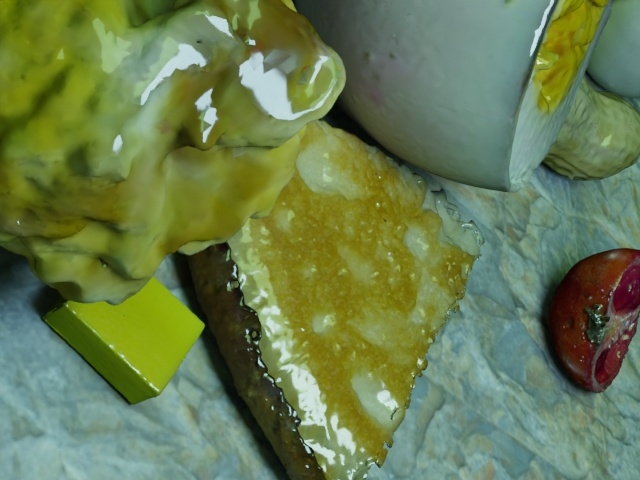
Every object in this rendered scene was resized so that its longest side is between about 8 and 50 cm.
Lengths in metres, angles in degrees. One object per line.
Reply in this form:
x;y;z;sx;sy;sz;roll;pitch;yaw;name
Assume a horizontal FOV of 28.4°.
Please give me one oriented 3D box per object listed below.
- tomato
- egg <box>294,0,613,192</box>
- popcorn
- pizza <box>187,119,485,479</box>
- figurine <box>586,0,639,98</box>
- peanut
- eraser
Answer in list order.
0.352;0.092;1.633;0.173;0.099;0.189;-4;113;-60;tomato
0.128;-0.263;1.425;0.340;0.354;0.354;23;41;18;egg
-0.196;-0.147;1.062;0.390;0.344;0.354;33;3;1;popcorn
-0.021;0.005;1.322;0.392;0.080;0.435;47;43;-16;pizza
0.473;-0.407;1.942;0.275;0.226;0.394;-11;64;-33;figurine
0.335;-0.163;1.714;0.313;0.149;0.149;17;58;-38;peanut
-0.178;0.074;1.156;0.122;0.045;0.097;47;45;-16;eraser
